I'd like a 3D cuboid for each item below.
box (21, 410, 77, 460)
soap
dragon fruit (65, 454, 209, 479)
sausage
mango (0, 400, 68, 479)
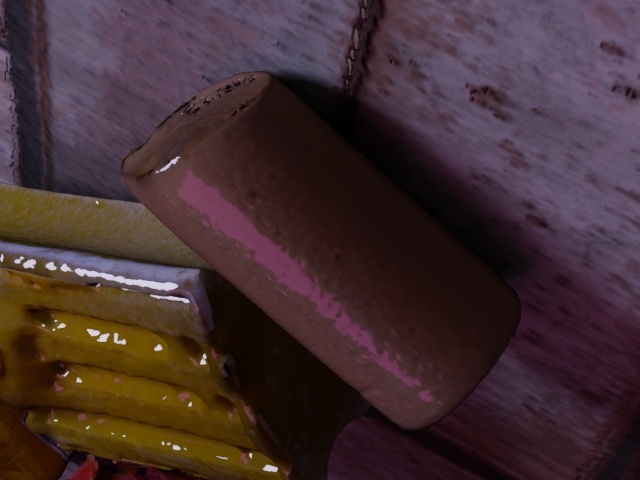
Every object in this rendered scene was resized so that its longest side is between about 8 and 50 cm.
[{"bbox_3d":[-0.211,0.140,1.522,0.060,0.085,0.063,42,142,-12],"label":"box"},{"bbox_3d":[-0.135,0.070,1.301,0.281,0.143,0.259,10,146,34],"label":"soap"},{"bbox_3d":[-0.143,0.309,1.582,0.268,0.205,0.210,15,142,13],"label":"dragon fruit"},{"bbox_3d":[0.000,0.000,1.101,0.253,0.123,0.123,40,148,-12],"label":"sausage"},{"bbox_3d":[-0.330,0.127,1.577,0.176,0.119,0.317,-10,132,32],"label":"mango"}]
